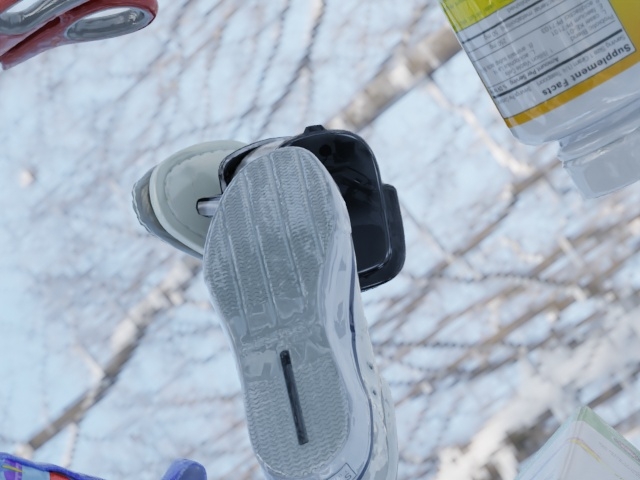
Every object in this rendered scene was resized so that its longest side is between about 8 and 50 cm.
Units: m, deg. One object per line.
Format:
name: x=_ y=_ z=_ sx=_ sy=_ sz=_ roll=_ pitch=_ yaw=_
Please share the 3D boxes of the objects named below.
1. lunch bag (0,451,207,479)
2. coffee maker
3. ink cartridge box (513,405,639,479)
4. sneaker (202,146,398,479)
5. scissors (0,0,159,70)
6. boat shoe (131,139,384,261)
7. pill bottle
lunch bag: x=-0.111 y=0.254 z=1.004 sx=0.221 sy=0.138 sz=0.293 roll=20 pitch=-102 yaw=-21
coffee maker: x=0.000 y=0.000 z=1.450 sx=0.171 sy=0.120 sz=0.178 roll=57 pitch=171 yaw=-9
ink cartridge box: x=0.214 y=0.243 z=1.339 sx=0.201 sy=0.117 sz=0.278 roll=41 pitch=-168 yaw=5
sneaker: x=-0.011 y=0.060 z=1.147 sx=0.091 sy=0.094 sz=0.258 roll=58 pitch=-160 yaw=-47
scissors: x=-0.236 y=-0.124 z=1.291 sx=0.109 sy=0.297 sz=0.021 roll=12 pitch=-116 yaw=-54
boat shoe: x=-0.057 y=-0.020 z=1.627 sx=0.305 sy=0.091 sz=0.109 roll=5 pitch=-102 yaw=-52
pill bottle: x=0.132 y=-0.135 z=1.080 sx=0.215 sy=0.117 sz=0.117 roll=60 pitch=-152 yaw=-5
